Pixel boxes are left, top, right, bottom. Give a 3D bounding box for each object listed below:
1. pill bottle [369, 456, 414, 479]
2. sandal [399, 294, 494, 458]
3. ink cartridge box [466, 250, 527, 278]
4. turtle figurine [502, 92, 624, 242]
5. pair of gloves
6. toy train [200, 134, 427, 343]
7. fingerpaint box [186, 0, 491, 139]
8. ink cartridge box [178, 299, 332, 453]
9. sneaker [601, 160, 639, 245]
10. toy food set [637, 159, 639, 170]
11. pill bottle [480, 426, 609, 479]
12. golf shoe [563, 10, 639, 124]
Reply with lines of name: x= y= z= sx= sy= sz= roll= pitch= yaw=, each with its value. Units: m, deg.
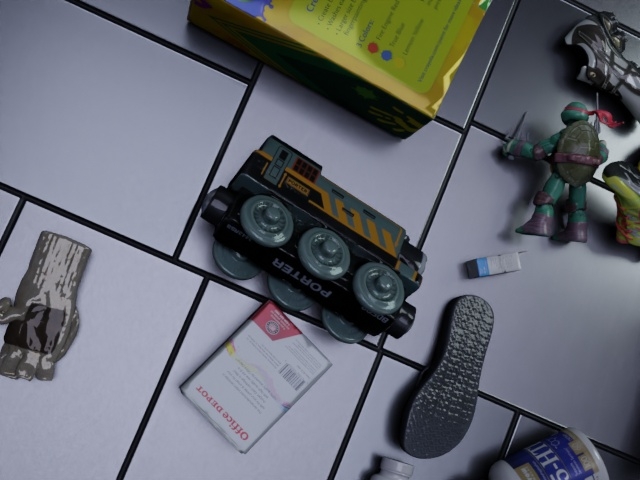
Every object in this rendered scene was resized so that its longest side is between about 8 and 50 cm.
pill bottle: x=0.094 y=0.367 z=1.428 sx=0.065 sy=0.065 sz=0.116 roll=18 pitch=82 yaw=-9
sandal: x=0.186 y=0.202 z=1.476 sx=0.097 sy=0.054 sz=0.255 roll=31 pitch=70 yaw=-14
ink cartridge box: x=0.264 y=0.036 z=1.503 sx=0.083 sy=0.048 sz=0.028 roll=-9 pitch=86 yaw=-11
turtle figurine: x=0.360 y=-0.118 z=1.510 sx=0.175 sy=0.118 sz=0.234 roll=9 pitch=88 yaw=-10
pair of gloves: x=-0.442 y=0.077 z=1.368 sx=0.240 sy=0.042 sz=0.204 roll=12 pitch=85 yaw=-8
toy train: x=0.000 y=0.000 z=1.401 sx=0.334 sy=0.142 sz=0.190 roll=31 pitch=51 yaw=-9
fingerpaint box: x=0.075 y=-0.432 z=1.458 sx=0.371 sy=0.163 sz=0.445 roll=27 pitch=79 yaw=-8
ink cartridge box: x=-0.092 y=0.188 z=1.406 sx=0.175 sy=0.072 sz=0.127 roll=-44 pitch=94 yaw=-12
sneaker: x=0.470 y=-0.035 z=1.507 sx=0.094 sy=0.081 sz=0.208 roll=-38 pitch=122 yaw=22
toy food set: x=0.600 y=-0.099 z=1.549 sx=0.217 sy=0.071 sz=0.128 roll=1 pitch=102 yaw=-4
pill bottle: x=0.304 y=0.353 z=1.446 sx=0.186 sy=0.112 sz=0.112 roll=-23 pitch=89 yaw=-13
golf shoe: x=0.446 y=-0.251 z=1.566 sx=0.093 sy=0.077 sz=0.198 roll=-28 pitch=88 yaw=5
